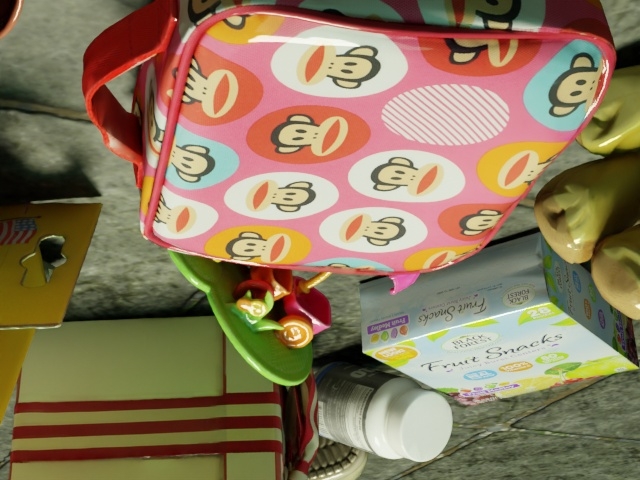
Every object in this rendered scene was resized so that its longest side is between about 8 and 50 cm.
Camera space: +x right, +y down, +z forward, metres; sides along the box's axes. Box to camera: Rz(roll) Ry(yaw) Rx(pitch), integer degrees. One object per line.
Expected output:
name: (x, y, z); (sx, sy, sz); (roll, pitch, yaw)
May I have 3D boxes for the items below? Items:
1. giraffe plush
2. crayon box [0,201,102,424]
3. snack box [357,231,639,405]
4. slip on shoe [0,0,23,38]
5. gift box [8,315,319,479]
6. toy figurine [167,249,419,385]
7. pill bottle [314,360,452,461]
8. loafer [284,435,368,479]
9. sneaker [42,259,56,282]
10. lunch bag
giraffe plush: (0.268, -0.046, 0.871); (0.170, 0.181, 0.210); (8, 120, -48)
crayon box: (-0.308, 0.057, 0.900); (0.319, 0.202, 0.081); (-5, 114, 2)
snack box: (0.157, 0.076, 1.182); (0.174, 0.070, 0.207); (-18, 151, 28)
slip on shoe: (-0.210, -0.111, 0.661); (0.123, 0.101, 0.331); (9, 151, -29)
gift box: (-0.127, 0.216, 1.229); (0.258, 0.255, 0.276); (-3, 150, 0)
toy figurine: (0.000, 0.000, 0.980); (0.159, 0.130, 0.173); (-32, 122, 22)
pill bottle: (0.055, 0.162, 1.282); (0.078, 0.078, 0.137); (17, 175, -39)
loafer: (-0.064, 0.268, 1.523); (0.268, 0.102, 0.092); (-14, 148, 18)
sneaker: (-0.265, 0.039, 1.064); (0.158, 0.061, 0.065); (-21, 124, 29)
lunch bag: (-0.003, -0.079, 0.754); (0.258, 0.120, 0.293); (3, 155, -15)
